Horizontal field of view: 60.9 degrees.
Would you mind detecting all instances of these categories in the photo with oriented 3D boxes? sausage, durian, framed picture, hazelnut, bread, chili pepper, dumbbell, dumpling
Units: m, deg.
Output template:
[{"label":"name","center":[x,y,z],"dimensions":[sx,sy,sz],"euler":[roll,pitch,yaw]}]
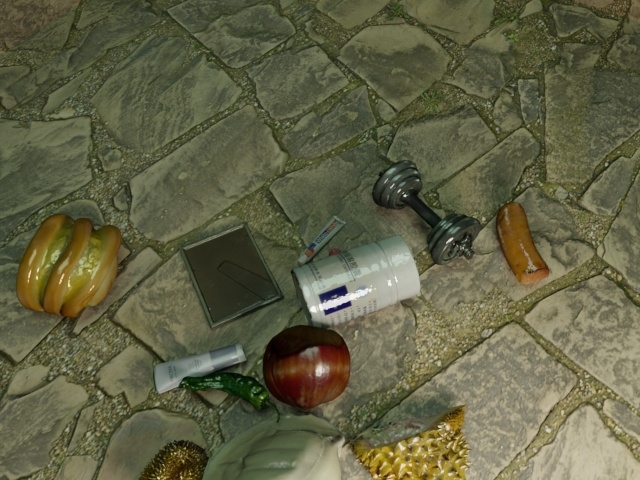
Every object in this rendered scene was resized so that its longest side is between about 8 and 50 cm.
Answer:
[{"label":"sausage","center":[0.594,0.003,1.636],"dimensions":[0.108,0.109,0.271],"euler":[-5,56,-1]},{"label":"durian","center":[0.245,0.529,1.298],"dimensions":[0.305,0.185,0.196],"euler":[-11,79,-14]},{"label":"framed picture","center":[-0.276,0.097,1.660],"dimensions":[0.232,0.024,0.315],"euler":[-23,56,-12]},{"label":"hazelnut","center":[-0.041,0.326,1.396],"dimensions":[0.229,0.229,0.230],"euler":[-1,55,2]},{"label":"durian","center":[-0.333,0.557,1.287],"dimensions":[0.158,0.137,0.168],"euler":[38,49,3]},{"label":"bread","center":[-0.734,0.064,1.594],"dimensions":[0.270,0.211,0.316],"euler":[10,60,8]},{"label":"chili pepper","center":[-0.218,0.384,1.405],"dimensions":[0.278,0.065,0.122],"euler":[10,20,13]},{"label":"dumbbell","center":[0.317,-0.088,1.663],"dimensions":[0.179,0.179,0.406],"euler":[-32,60,-18]},{"label":"dumpling","center":[-0.109,0.533,1.237],"dimensions":[0.315,0.233,0.395],"euler":[18,40,20]}]

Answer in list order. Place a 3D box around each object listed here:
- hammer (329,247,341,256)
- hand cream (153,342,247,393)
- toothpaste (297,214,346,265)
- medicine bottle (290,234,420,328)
[{"label":"hammer","center":[0.047,0.063,1.654],"dimensions":[0.043,0.043,0.083],"euler":[-3,56,1]},{"label":"hand cream","center":[-0.328,0.341,1.478],"dimensions":[0.255,0.048,0.079],"euler":[-16,58,-7]},{"label":"toothpaste","center":[0.000,0.000,1.709],"dimensions":[0.052,0.033,0.218],"euler":[32,58,17]},{"label":"medicine bottle","center":[0.101,0.117,1.525],"dimensions":[0.332,0.190,0.190],"euler":[-19,57,-9]}]
